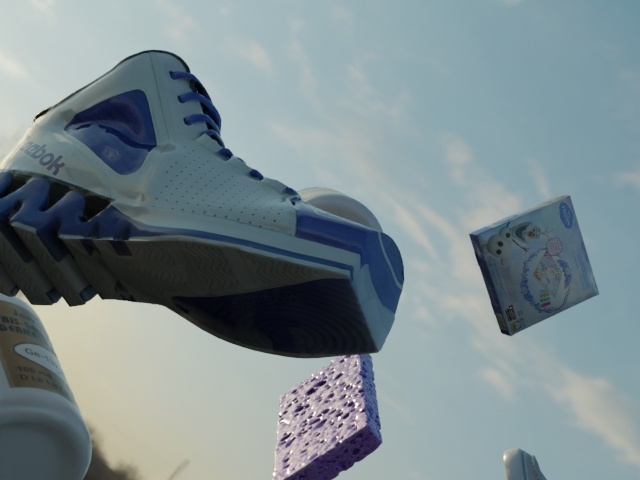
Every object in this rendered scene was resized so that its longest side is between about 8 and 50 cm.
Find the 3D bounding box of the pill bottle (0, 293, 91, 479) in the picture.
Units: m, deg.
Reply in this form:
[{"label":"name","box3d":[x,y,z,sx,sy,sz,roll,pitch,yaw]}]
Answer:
[{"label":"pill bottle","box3d":[-0.280,0.114,0.858,0.229,0.131,0.131,50,-6,47]}]

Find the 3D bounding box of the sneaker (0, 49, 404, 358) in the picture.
[{"label":"sneaker","box3d":[-0.091,-0.043,0.711,0.316,0.182,0.127,10,-33,18]}]

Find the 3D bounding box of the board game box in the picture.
[{"label":"board game box","box3d":[0.176,0.020,0.862,0.090,0.090,0.020,71,-15,-11]}]

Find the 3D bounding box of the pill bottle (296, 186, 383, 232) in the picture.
[{"label":"pill bottle","box3d":[0.000,0.000,1.029,0.103,0.103,0.184,43,0,-9]}]

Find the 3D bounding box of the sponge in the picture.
[{"label":"sponge","box3d":[0.006,0.189,1.117,0.031,0.117,0.210,53,10,-13]}]

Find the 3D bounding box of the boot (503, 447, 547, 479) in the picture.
[{"label":"boot","box3d":[0.294,0.341,1.170,0.095,0.123,0.258,51,22,-57]}]
